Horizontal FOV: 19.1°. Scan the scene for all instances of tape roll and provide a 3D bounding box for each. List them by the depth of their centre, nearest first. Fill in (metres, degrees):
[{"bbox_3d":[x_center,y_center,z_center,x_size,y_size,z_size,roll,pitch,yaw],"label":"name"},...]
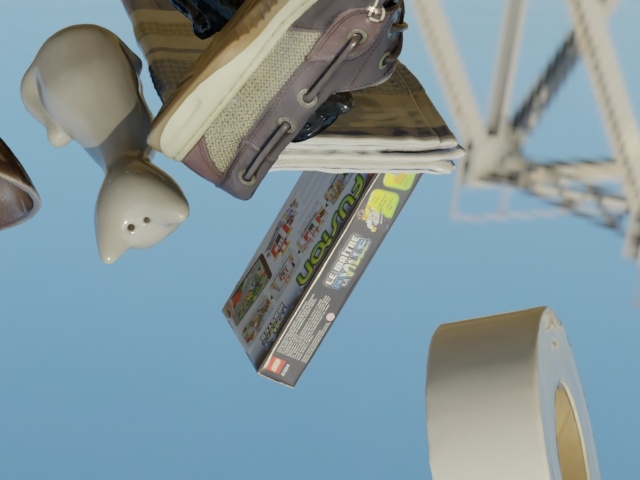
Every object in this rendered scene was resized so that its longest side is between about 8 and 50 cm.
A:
[{"bbox_3d":[0.176,0.204,1.661,0.100,0.286,0.286,-10,-168,15],"label":"tape roll"}]

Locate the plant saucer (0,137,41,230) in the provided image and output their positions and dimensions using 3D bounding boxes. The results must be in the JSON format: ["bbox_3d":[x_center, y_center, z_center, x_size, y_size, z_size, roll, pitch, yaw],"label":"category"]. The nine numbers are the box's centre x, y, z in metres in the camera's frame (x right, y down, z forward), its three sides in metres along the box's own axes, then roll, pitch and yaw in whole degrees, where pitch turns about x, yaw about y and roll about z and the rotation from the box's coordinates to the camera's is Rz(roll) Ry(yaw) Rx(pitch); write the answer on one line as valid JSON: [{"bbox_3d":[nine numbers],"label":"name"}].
[{"bbox_3d":[-0.293,-0.044,0.933,0.311,0.050,0.310,1,171,0],"label":"plant saucer"}]

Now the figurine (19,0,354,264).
[{"bbox_3d":[-0.092,-0.097,1.311,0.092,0.215,0.209,47,-169,-43],"label":"figurine"}]

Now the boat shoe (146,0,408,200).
[{"bbox_3d":[0.008,-0.132,1.155,0.092,0.285,0.103,39,-151,-15],"label":"boat shoe"}]

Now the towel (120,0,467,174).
[{"bbox_3d":[-0.031,-0.125,1.437,0.209,0.034,0.285,0,-150,-18],"label":"towel"}]

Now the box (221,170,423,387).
[{"bbox_3d":[0.000,0.000,1.476,0.036,0.207,0.114,24,-165,-27],"label":"box"}]
